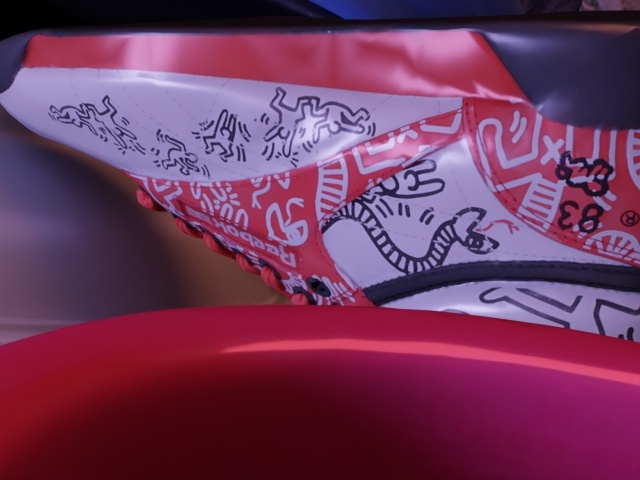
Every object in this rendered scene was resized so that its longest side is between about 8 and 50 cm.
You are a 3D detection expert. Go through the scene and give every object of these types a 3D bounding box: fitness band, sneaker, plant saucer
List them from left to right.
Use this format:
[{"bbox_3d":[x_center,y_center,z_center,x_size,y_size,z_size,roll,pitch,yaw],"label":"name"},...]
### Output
[{"bbox_3d":[-0.198,-0.028,0.758,0.400,0.101,0.400,9,6,-1],"label":"plant saucer"},{"bbox_3d":[0.000,0.000,0.609,0.270,0.145,0.090,3,10,31],"label":"sneaker"},{"bbox_3d":[0.061,0.071,0.310,0.290,0.054,0.209,12,16,19],"label":"fitness band"}]

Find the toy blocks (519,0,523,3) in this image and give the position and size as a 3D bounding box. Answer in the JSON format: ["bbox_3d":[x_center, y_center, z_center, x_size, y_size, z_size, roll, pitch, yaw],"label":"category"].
[{"bbox_3d":[0.215,-0.063,1.161,0.288,0.309,0.260,-3,30,50],"label":"toy blocks"}]

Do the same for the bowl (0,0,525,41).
[{"bbox_3d":[-0.082,-0.109,1.037,0.391,0.077,0.391,13,-20,5],"label":"bowl"}]
